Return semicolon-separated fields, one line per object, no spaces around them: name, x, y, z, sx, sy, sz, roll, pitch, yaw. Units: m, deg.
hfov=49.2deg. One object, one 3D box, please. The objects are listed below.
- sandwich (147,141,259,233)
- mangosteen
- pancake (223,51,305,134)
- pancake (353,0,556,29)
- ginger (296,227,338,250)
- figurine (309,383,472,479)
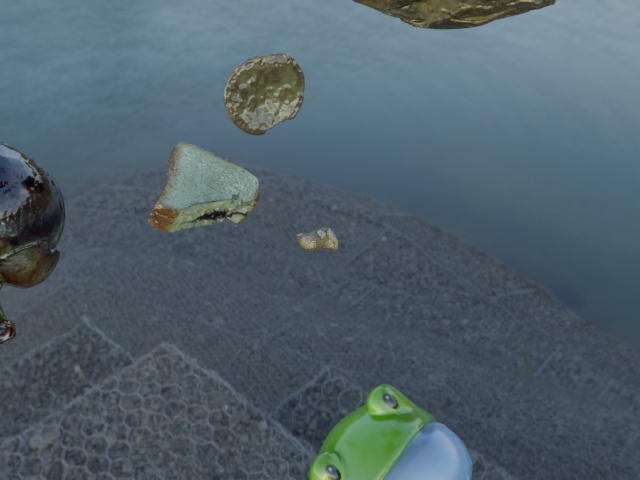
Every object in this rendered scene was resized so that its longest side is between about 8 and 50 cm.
sandwich;-0.284;-0.105;1.761;0.254;0.100;0.289;30;36;-19
mangosteen;-0.473;-0.001;0.963;0.231;0.231;0.289;-4;74;-5
pancake;-0.147;-0.392;1.861;0.236;0.222;0.042;-47;35;-2
pancake;0.208;-0.431;1.151;0.386;0.082;0.387;9;-1;0
ginger;-0.005;-0.002;1.391;0.057;0.044;0.137;55;25;17
figurine;0.088;0.263;0.661;0.162;0.263;0.143;-43;26;-22
